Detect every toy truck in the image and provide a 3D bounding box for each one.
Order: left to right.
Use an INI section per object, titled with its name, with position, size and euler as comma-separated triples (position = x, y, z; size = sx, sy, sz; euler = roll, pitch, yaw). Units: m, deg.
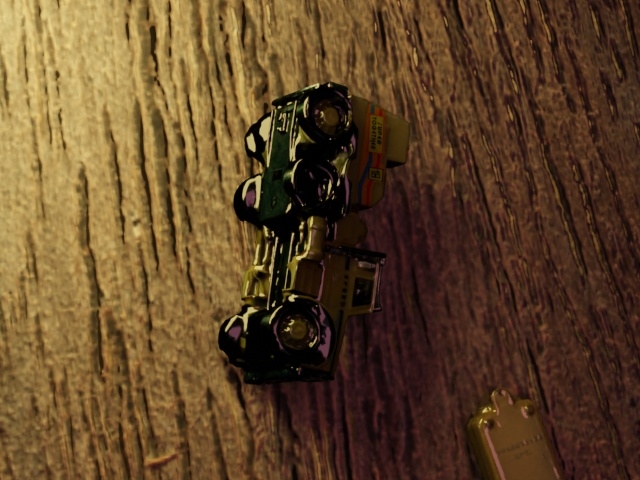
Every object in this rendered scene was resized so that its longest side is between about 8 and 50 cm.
[toy truck]
position = -0.004, 0.001, 1.377
size = 0.127, 0.127, 0.257
euler = 18, 75, -26

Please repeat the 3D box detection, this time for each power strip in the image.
[power strip]
position = 0.204, 0.278, 1.415
size = 0.064, 0.044, 0.305
euler = -17, 82, -19
